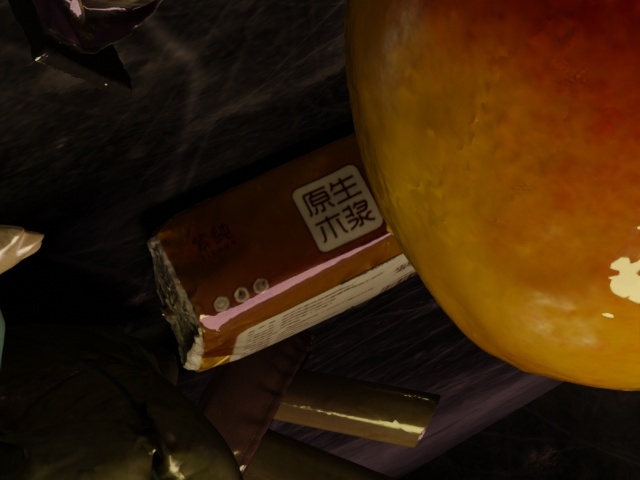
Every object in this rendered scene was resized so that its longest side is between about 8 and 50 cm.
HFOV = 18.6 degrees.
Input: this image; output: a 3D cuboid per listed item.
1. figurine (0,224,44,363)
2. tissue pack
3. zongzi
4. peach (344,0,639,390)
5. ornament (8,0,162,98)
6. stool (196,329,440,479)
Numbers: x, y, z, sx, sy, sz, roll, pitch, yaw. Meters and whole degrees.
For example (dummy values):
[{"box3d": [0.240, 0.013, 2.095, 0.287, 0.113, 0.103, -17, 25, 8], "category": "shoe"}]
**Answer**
[{"box3d": [-0.355, 0.138, 0.935, 0.377, 0.361, 0.266, 7, 166, 6], "category": "figurine"}, {"box3d": [0.000, 0.000, 1.295, 0.226, 0.092, 0.183, -23, 168, -10], "category": "tissue pack"}, {"box3d": [-0.121, 0.127, 1.227, 0.356, 0.174, 0.393, -3, -169, 43], "category": "zongzi"}, {"box3d": [0.144, -0.074, 0.776, 0.289, 0.289, 0.308, -25, -179, -7], "category": "peach"}, {"box3d": [-0.019, -0.134, 0.709, 0.203, 0.088, 0.081, -29, 169, 4], "category": "ornament"}, {"box3d": [-0.034, 0.203, 1.614, 0.272, 0.178, 0.272, -63, 179, -2], "category": "stool"}]
